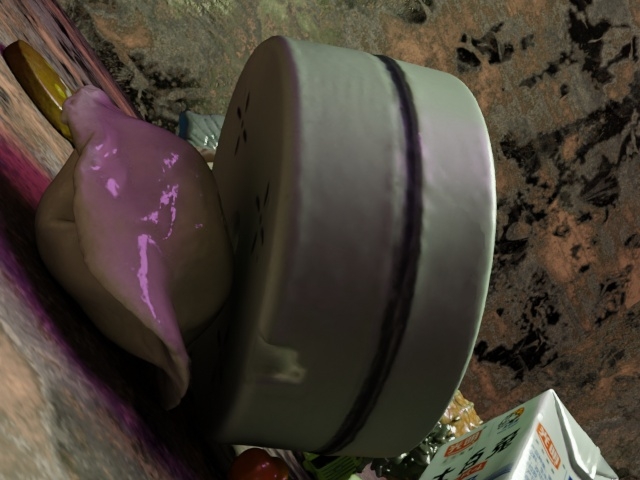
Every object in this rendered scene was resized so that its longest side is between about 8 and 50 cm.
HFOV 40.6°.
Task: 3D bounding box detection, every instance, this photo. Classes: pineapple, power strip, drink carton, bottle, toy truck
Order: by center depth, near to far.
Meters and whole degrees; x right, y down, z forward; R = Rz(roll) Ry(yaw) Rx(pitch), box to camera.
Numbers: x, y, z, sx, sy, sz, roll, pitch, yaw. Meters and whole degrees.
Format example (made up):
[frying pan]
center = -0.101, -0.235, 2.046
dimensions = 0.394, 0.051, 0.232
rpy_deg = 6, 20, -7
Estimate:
[drink carton]
center = 0.115, 0.230, 0.619
dimensions = 0.106, 0.130, 0.315
rpy_deg = 56, 30, 1
[bottle]
center = -0.009, 0.231, 0.677
dimensions = 0.187, 0.069, 0.069
rpy_deg = 54, -1, -27
[power strip]
center = 0.000, 0.000, 0.735
dimensions = 0.357, 0.161, 0.357
rpy_deg = -172, -90, -73
[pineapple]
center = 0.111, 0.243, 1.070
dimensions = 0.169, 0.169, 0.340
rpy_deg = 55, 7, 18
[toy truck]
center = -0.006, 0.250, 1.169
dimensions = 0.100, 0.077, 0.169
rpy_deg = 59, -2, -24

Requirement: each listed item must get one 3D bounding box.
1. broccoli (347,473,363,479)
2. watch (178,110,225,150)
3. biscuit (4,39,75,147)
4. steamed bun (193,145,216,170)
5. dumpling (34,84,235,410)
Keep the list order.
[broccoli]
center = 0.167, 0.336, 0.900
dimensions = 0.302, 0.249, 0.375
rpy_deg = 58, 4, 5
[watch]
center = -0.182, -0.088, 1.453
dimensions = 0.274, 0.241, 0.305
rpy_deg = 19, -35, 58
[biscuit]
center = -0.309, -0.154, 1.082
dimensions = 0.180, 0.039, 0.236
rpy_deg = 56, 1, 38
[steamed bun]
center = -0.089, 0.013, 1.018
dimensions = 0.320, 0.206, 0.275
rpy_deg = 59, -2, 21
[dumpling]
center = -0.133, -0.003, 0.624
dimensions = 0.162, 0.132, 0.250
rpy_deg = 99, -25, -78
